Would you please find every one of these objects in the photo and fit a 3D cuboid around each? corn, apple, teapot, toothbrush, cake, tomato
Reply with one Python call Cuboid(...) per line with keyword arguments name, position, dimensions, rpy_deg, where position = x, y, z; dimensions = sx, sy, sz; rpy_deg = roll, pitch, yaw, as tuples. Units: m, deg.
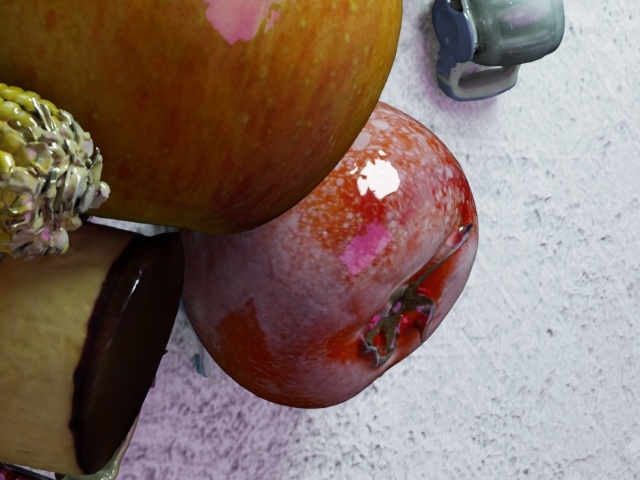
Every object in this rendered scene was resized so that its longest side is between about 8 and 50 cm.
Cuboid(name="corn", position=(-0.287, -0.074, 1.303), dimensions=(0.115, 0.318, 0.115), rpy_deg=(-50, 152, -39))
Cuboid(name="apple", position=(-0.114, -0.164, 1.420), dimensions=(0.339, 0.339, 0.339), rpy_deg=(-16, 113, -41))
Cuboid(name="teapot", position=(0.154, -0.205, 1.849), dimensions=(0.108, 0.149, 0.111), rpy_deg=(-21, 79, -22))
Cuboid(name="toothbrush", position=(-0.116, 0.049, 1.704), dimensions=(0.014, 0.017, 0.162), rpy_deg=(-32, 124, -37))
Cuboid(name="cake", position=(-0.214, 0.060, 1.443), dimensions=(0.185, 0.178, 0.207), rpy_deg=(51, 62, -78))
Cuboid(name="tomato", position=(0.000, 0.000, 1.655), dimensions=(0.270, 0.227, 0.270), rpy_deg=(-37, 149, -26))

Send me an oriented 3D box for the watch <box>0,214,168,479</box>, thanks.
Cuboid(name="watch", position=(-0.206, 0.098, 1.587), dimensions=(0.165, 0.102, 0.268), rpy_deg=(42, 67, -42))
